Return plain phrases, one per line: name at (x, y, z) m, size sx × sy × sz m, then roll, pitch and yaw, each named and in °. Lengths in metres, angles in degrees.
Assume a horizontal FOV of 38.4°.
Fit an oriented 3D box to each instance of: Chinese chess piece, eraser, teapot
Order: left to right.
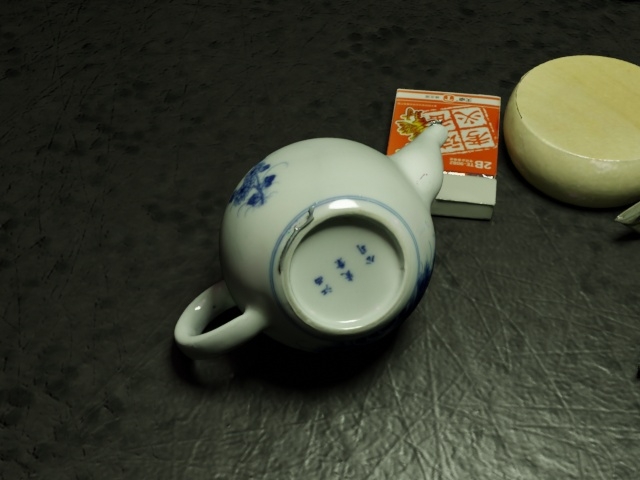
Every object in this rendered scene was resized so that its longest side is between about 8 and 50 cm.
teapot at (0.000, 0.000, 1.104) m, size 0.424 × 0.252 × 0.280 m, roll -38°, pitch 19°, yaw 0°
eraser at (0.176, -0.129, 1.323) m, size 0.157 × 0.038 × 0.230 m, roll 6°, pitch 50°, yaw 7°
Chinese chess piece at (0.385, -0.156, 1.301) m, size 0.251 × 0.097 × 0.250 m, roll -1°, pitch 49°, yaw 1°

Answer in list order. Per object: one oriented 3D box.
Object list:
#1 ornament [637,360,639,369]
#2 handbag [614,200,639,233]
ornament at (0.452, 0.146, 1.056) m, size 0.156 × 0.081 × 0.074 m, roll 22°, pitch 87°, yaw 23°
handbag at (0.512, 0.008, 1.148) m, size 0.183 × 0.117 × 0.270 m, roll -27°, pitch 54°, yaw -10°
